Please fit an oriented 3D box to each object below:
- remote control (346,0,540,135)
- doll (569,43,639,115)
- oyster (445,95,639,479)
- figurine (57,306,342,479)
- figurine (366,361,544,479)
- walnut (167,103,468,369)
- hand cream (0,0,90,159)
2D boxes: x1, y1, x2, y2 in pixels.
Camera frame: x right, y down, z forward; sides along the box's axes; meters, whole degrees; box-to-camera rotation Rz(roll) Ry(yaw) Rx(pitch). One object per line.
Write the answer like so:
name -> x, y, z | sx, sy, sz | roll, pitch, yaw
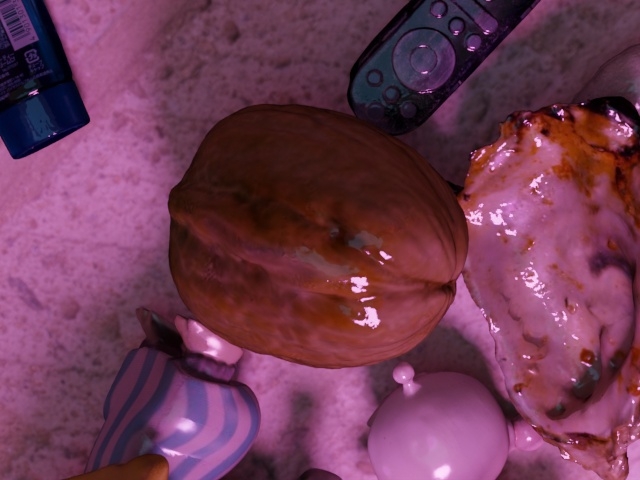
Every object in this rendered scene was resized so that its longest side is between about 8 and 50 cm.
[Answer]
remote control -> 0.127, -0.206, 1.525 | 0.090, 0.066, 0.266 | 41, 102, -14
doll -> 0.283, -0.116, 1.503 | 0.214, 0.071, 0.103 | -39, 92, 21
oyster -> 0.249, 0.046, 1.509 | 0.221, 0.096, 0.361 | -15, 102, 45
figurine -> -0.076, 0.305, 1.634 | 0.378, 0.266, 0.361 | 28, 79, -29
figurine -> 0.126, 0.230, 1.577 | 0.182, 0.144, 0.256 | -35, 91, 19
walnut -> 0.000, 0.000, 1.486 | 0.283, 0.283, 0.227 | 19, 91, 6
hand cream -> -0.314, -0.215, 1.604 | 0.120, 0.061, 0.270 | -26, 92, 13
